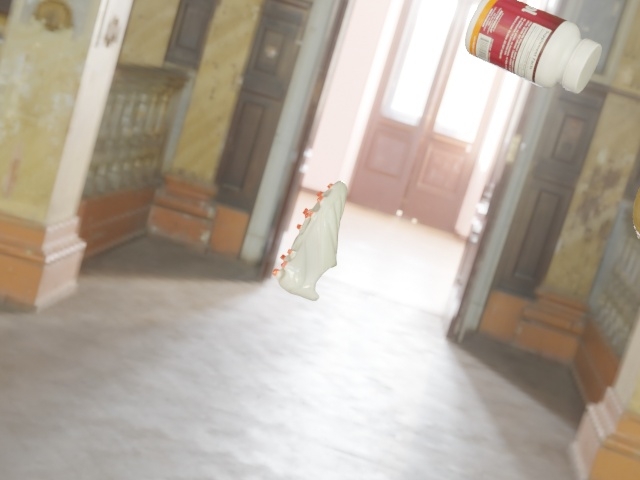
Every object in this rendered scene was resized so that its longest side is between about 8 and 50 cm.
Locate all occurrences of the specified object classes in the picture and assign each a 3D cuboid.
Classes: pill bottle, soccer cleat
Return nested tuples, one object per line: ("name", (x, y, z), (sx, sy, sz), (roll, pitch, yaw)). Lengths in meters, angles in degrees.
("pill bottle", (0.261, -0.239, 1.323), (0.152, 0.086, 0.086), (29, 13, 21))
("soccer cleat", (0.000, 0.000, 1.558), (0.076, 0.196, 0.068), (34, -30, -12))

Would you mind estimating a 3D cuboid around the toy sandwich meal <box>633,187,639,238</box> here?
("toy sandwich meal", (0.350, -0.033, 1.113), (0.029, 0.085, 0.085), (12, 10, -12))
